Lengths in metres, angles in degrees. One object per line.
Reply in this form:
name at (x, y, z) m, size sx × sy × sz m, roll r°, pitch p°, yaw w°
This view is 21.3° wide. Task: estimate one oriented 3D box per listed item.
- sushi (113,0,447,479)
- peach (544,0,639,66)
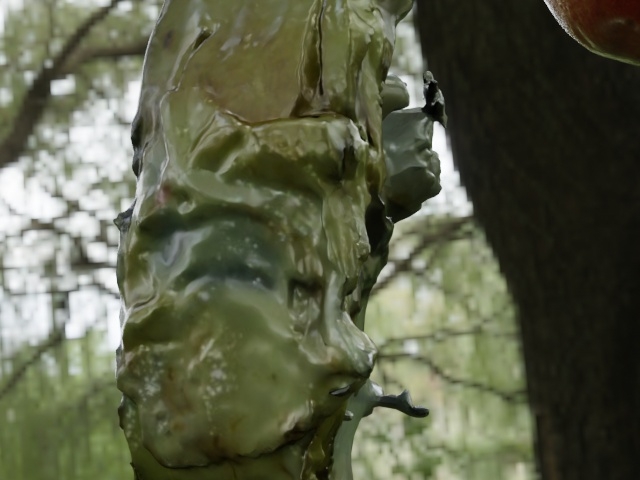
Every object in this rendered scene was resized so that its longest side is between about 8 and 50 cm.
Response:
sushi at (-0.004, -0.001, 0.693) m, size 0.139 × 0.291 × 0.131 m, roll 0°, pitch -12°, yaw 36°
peach at (0.273, -0.242, 1.287) m, size 0.199 × 0.243 × 0.243 m, roll 25°, pitch -18°, yaw -16°
